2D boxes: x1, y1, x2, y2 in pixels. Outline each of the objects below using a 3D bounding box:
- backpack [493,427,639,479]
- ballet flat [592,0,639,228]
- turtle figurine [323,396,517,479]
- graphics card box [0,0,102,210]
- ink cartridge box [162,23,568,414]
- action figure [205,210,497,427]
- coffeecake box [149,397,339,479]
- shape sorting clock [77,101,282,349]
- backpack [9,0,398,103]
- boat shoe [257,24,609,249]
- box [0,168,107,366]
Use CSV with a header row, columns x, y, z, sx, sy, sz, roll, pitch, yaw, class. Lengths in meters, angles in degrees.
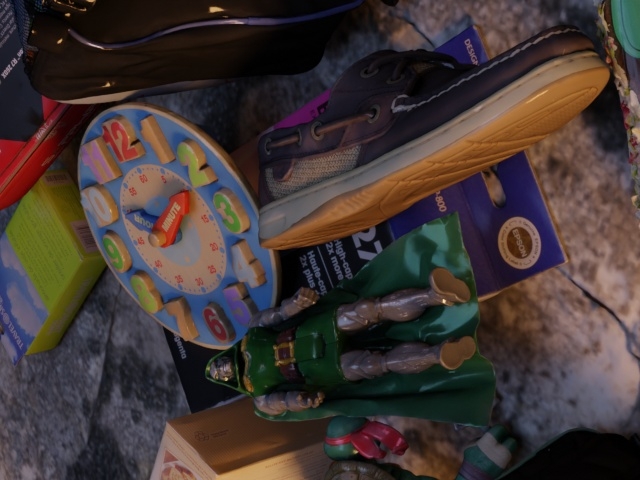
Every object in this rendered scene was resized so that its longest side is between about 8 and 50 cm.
x,y,z,sx,sy,sz,roll,pitch,yaw,class
0.150,0.212,0.758,0.166,0.188,0.144,35,121,35,backpack
0.193,-0.094,0.736,0.077,0.091,0.241,166,97,-76,ballet flat
0.053,0.197,0.914,0.175,0.118,0.234,-15,93,46,turtle figurine
-0.336,-0.235,1.138,0.371,0.094,0.233,48,120,4,graphics card box
0.000,0.000,0.964,0.371,0.069,0.175,-28,78,43,ink cartridge box
0.005,0.073,0.877,0.232,0.063,0.137,-19,69,43,action figure
-0.069,0.216,1.014,0.068,0.142,0.185,39,124,34,coffeecake box
-0.111,-0.007,0.973,0.206,0.040,0.206,24,129,34,shape sorting clock
-0.118,-0.235,0.915,0.213,0.276,0.263,-33,71,58,backpack
0.047,-0.072,0.788,0.285,0.103,0.092,-28,78,50,boat shoe
-0.271,0.029,1.256,0.109,0.042,0.178,57,132,22,box
